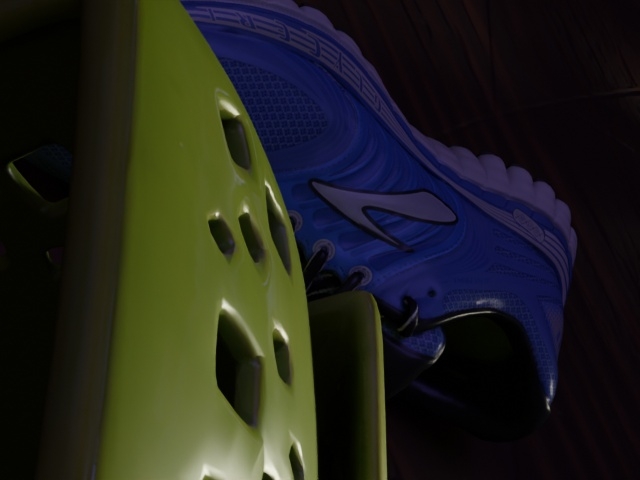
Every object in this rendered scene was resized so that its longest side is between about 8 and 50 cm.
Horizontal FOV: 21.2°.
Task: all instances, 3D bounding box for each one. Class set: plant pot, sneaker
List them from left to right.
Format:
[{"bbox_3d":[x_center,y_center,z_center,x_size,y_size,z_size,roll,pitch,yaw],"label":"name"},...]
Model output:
[{"bbox_3d":[-0.099,0.083,0.536,0.207,0.228,0.227,47,33,-42],"label":"plant pot"},{"bbox_3d":[0.000,0.000,0.782,0.330,0.130,0.147,26,44,-30],"label":"sneaker"}]
